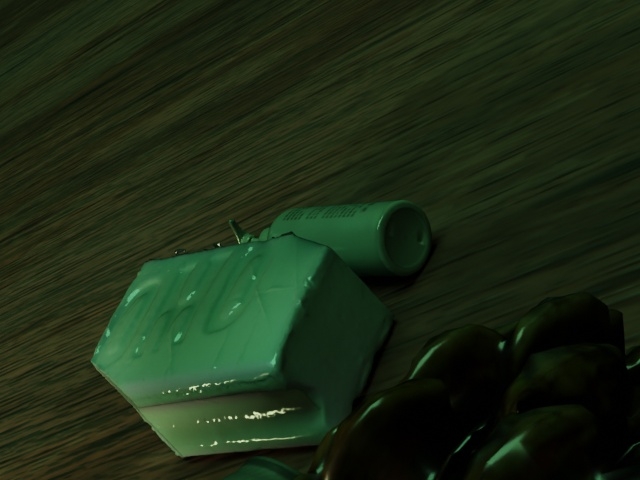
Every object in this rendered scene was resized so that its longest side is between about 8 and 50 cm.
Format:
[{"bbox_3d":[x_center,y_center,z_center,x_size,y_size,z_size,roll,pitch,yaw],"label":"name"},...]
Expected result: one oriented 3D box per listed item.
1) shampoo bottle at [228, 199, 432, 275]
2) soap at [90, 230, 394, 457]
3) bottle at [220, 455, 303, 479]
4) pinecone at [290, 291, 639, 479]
[{"bbox_3d":[0.000,0.000,0.935,0.195,0.056,0.056,-2,46,52],"label":"shampoo bottle"},{"bbox_3d":[-0.068,0.074,0.876,0.230,0.091,0.145,-13,38,41],"label":"soap"},{"bbox_3d":[-0.072,0.238,0.659,0.096,0.079,0.254,15,57,28],"label":"bottle"},{"bbox_3d":[0.094,0.136,0.417,0.243,0.243,0.257,-45,22,-7],"label":"pinecone"}]
